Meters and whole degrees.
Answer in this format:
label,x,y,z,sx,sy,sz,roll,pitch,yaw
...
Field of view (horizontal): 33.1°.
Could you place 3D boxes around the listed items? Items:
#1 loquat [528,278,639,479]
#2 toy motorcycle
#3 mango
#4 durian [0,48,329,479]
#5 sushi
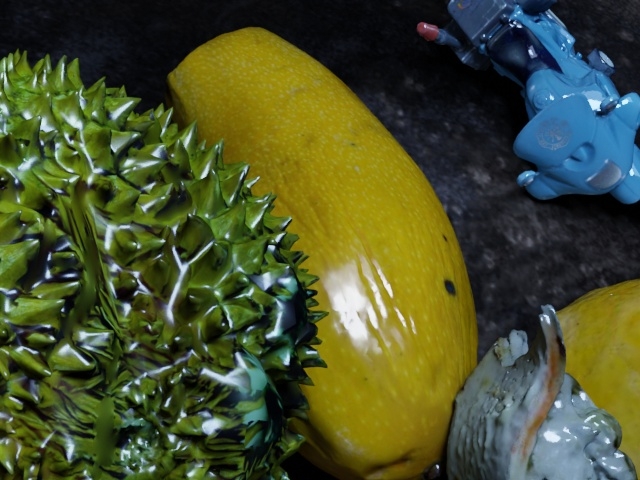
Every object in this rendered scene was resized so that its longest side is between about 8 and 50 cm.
label,x,y,z,sx,sy,sz,roll,pitch,yaw
loquat,0.247,0.121,0.724,0.234,0.176,0.187,35,62,8
toy motorcycle,0.203,-0.137,0.964,0.182,0.123,0.272,1,51,-54
mango,0.002,-0.001,0.716,0.187,0.144,0.359,13,45,-37
durian,-0.129,0.045,0.529,0.291,0.224,0.291,13,67,-33
sushi,0.131,0.171,0.597,0.109,0.273,0.134,-31,27,-12
